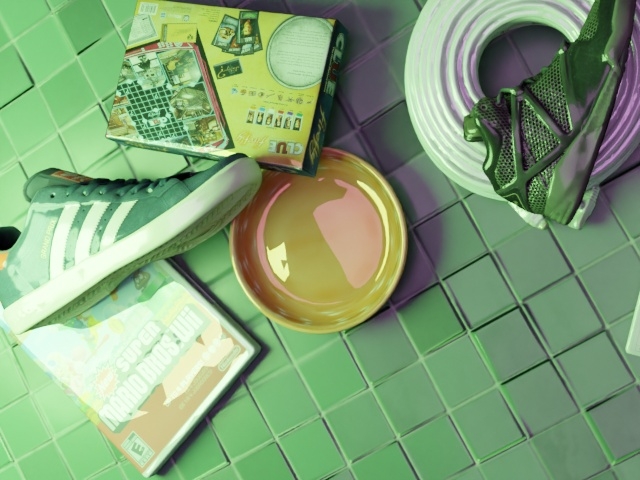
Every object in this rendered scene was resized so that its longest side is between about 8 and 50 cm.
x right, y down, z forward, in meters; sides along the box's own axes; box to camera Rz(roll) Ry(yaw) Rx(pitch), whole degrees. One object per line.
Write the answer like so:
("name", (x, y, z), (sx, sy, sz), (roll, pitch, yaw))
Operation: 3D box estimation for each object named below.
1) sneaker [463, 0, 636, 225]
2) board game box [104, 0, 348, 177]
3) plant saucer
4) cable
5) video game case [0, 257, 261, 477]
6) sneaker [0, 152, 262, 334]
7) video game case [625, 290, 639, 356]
("sneaker", (0.206, -0.140, 1.024), (0.130, 0.087, 0.228), (20, 101, 11))
("board game box", (-0.104, -0.168, 1.218), (0.243, 0.042, 0.165), (11, 85, 22))
("plant saucer", (0.000, 0.000, 1.211), (0.200, 0.037, 0.200), (0, 91, 18))
("cable", (0.205, -0.165, 1.116), (0.257, 0.089, 0.257), (33, 100, 15))
("video game case", (-0.231, 0.101, 1.291), (0.285, 0.025, 0.204), (43, 102, 13))
("sneaker", (-0.227, -0.032, 1.198), (0.350, 0.131, 0.148), (-29, 84, 21))
("video game case", (0.410, 0.035, 1.089), (0.183, 0.023, 0.201), (14, 94, 17))
